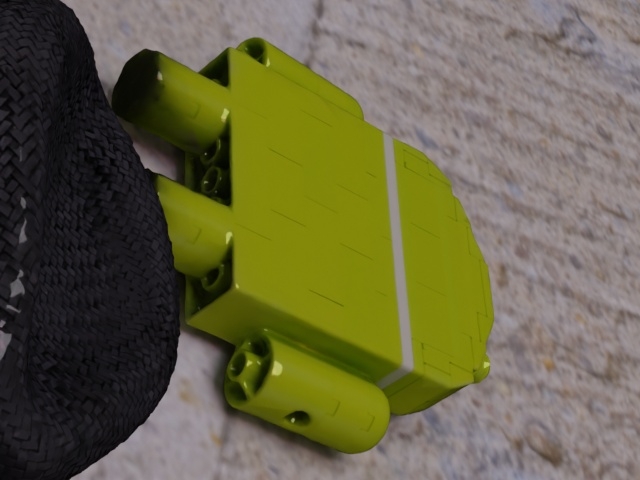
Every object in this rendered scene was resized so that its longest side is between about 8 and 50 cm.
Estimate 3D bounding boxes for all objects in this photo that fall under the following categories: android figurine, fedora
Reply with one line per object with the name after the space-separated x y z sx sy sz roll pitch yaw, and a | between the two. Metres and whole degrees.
0.000 0.000 0.994 0.273 0.056 0.248 26 44 -36 | android figurine
-0.144 0.007 0.627 0.334 0.152 0.334 -14 90 -80 | fedora
